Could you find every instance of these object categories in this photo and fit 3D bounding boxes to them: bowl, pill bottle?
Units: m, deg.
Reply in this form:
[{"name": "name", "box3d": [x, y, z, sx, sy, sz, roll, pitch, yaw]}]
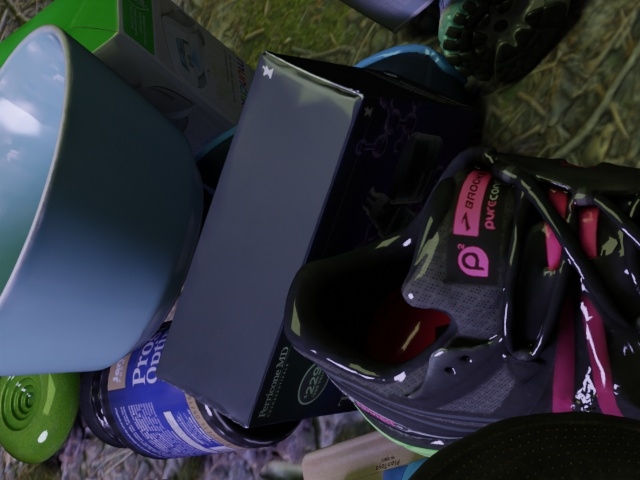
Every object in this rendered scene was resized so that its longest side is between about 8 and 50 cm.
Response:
[{"name": "bowl", "box3d": [-0.211, -0.012, 1.486, 0.311, 0.163, 0.312, -42, 38, 45]}, {"name": "pill bottle", "box3d": [-0.116, 0.129, 1.528, 0.219, 0.122, 0.123, -15, 56, 50]}]

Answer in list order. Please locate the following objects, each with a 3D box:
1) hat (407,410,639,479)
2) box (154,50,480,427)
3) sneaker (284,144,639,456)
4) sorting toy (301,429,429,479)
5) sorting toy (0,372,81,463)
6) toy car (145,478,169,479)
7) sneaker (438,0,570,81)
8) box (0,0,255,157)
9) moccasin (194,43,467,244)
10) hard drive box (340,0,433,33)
[{"name": "hat", "box3d": [0.163, 0.250, 0.986, 0.331, 0.331, 0.134, -115, 20, -51]}, {"name": "box", "box3d": [0.000, 0.000, 1.335, 0.103, 0.184, 0.261, 27, 105, 32]}, {"name": "sneaker", "box3d": [0.166, 0.031, 1.112, 0.482, 0.202, 0.185, -24, 50, 39]}, {"name": "sorting toy", "box3d": [0.006, 0.260, 1.336, 0.307, 0.041, 0.229, -25, 48, 45]}, {"name": "sorting toy", "box3d": [-0.330, 0.177, 1.747, 0.127, 0.126, 0.366, 3, 79, 46]}, {"name": "toy car", "box3d": [-0.122, 0.254, 1.547, 0.040, 0.060, 0.122, -27, 44, -24]}, {"name": "sneaker", "box3d": [0.186, -0.266, 1.397, 0.283, 0.110, 0.122, -45, 33, 26]}, {"name": "box", "box3d": [-0.211, -0.108, 1.689, 0.262, 0.231, 0.127, -32, 41, 23]}, {"name": "moccasin", "box3d": [-0.019, -0.048, 1.507, 0.342, 0.137, 0.117, -35, 46, 38]}, {"name": "hard drive box", "box3d": [0.088, -0.287, 1.466, 0.181, 0.089, 0.232, -60, 6, -4]}]
